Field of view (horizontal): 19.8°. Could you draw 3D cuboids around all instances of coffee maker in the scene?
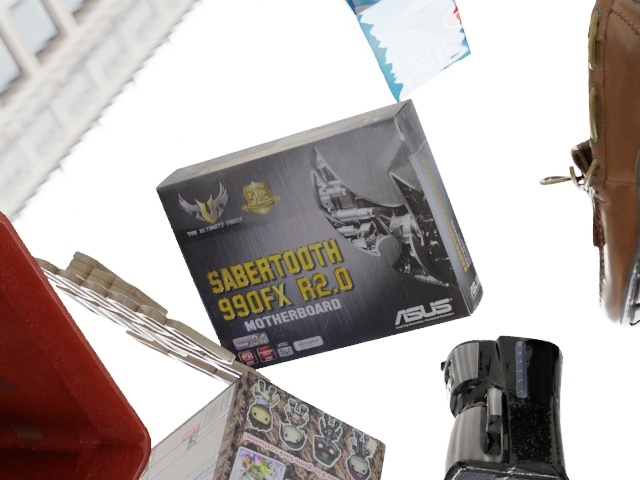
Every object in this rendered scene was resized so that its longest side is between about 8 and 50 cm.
[{"bbox_3d":[0.201,0.195,1.816,0.120,0.171,0.178,-53,-160,40],"label":"coffee maker"}]

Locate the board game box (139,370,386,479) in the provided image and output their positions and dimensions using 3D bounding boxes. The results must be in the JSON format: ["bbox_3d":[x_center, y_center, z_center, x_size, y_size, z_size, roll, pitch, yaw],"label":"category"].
[{"bbox_3d":[-0.086,0.292,1.439,0.232,0.141,0.291,-40,-152,45],"label":"board game box"}]

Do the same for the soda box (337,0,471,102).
[{"bbox_3d":[0.053,-0.170,1.301,0.071,0.210,0.067,-32,-104,2],"label":"soda box"}]

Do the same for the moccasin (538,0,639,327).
[{"bbox_3d":[0.310,-0.080,1.839,0.139,0.380,0.147,-32,-137,-28],"label":"moccasin"}]

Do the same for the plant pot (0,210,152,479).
[{"bbox_3d":[-0.315,0.159,1.277,0.235,0.267,0.267,1,-133,29],"label":"plant pot"}]

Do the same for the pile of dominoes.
[{"bbox_3d":[-0.125,0.066,1.542,0.251,0.196,0.040,21,-104,38],"label":"pile of dominoes"}]

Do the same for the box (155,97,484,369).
[{"bbox_3d":[0.000,0.000,1.544,0.231,0.183,0.056,-15,-163,23],"label":"box"}]
